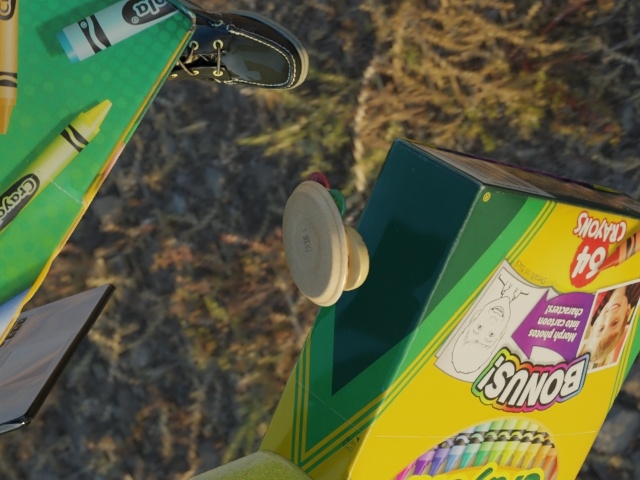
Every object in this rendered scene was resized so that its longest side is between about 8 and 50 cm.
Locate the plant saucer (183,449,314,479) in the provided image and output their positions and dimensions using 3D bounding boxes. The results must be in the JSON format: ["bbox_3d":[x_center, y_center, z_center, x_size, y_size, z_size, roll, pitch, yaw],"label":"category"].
[{"bbox_3d":[-0.075,0.208,1.035,0.188,0.188,0.045,-22,65,5],"label":"plant saucer"}]

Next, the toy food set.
[{"bbox_3d":[0.000,0.000,0.906,0.083,0.020,0.082,-48,55,57],"label":"toy food set"}]

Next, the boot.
[{"bbox_3d":[-0.151,-0.184,1.494,0.236,0.178,0.085,21,126,22],"label":"boot"}]

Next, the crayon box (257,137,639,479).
[{"bbox_3d":[0.143,0.095,1.239,0.106,0.363,0.313,33,106,38],"label":"crayon box"}]

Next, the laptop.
[{"bbox_3d":[-0.494,0.085,1.585,0.408,0.382,0.236,-19,106,11],"label":"laptop"}]

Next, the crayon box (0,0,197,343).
[{"bbox_3d":[-0.178,0.008,0.629,0.081,0.278,0.165,36,157,-17],"label":"crayon box"}]
